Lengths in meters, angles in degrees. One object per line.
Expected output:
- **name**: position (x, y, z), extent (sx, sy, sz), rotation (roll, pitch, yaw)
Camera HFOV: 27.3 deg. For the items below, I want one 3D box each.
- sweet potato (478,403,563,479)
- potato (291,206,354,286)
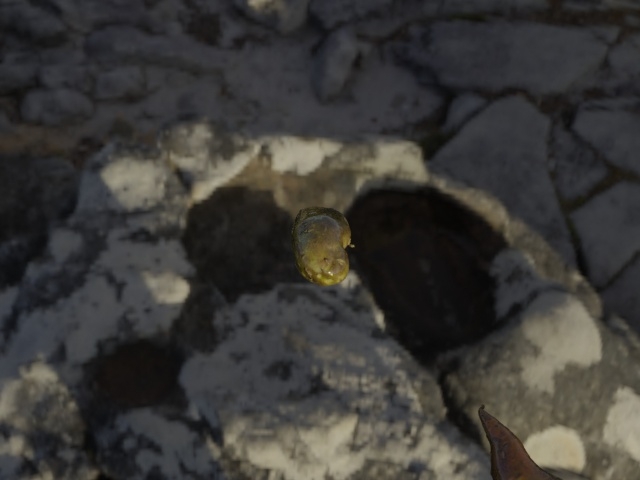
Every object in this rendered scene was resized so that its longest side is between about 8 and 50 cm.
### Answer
- **sweet potato**: position (0.162, 0.195, 0.947), extent (0.056, 0.056, 0.195), rotation (-21, 56, -20)
- **potato**: position (0.000, 0.000, 0.973), extent (0.045, 0.046, 0.092), rotation (-9, 29, 8)
